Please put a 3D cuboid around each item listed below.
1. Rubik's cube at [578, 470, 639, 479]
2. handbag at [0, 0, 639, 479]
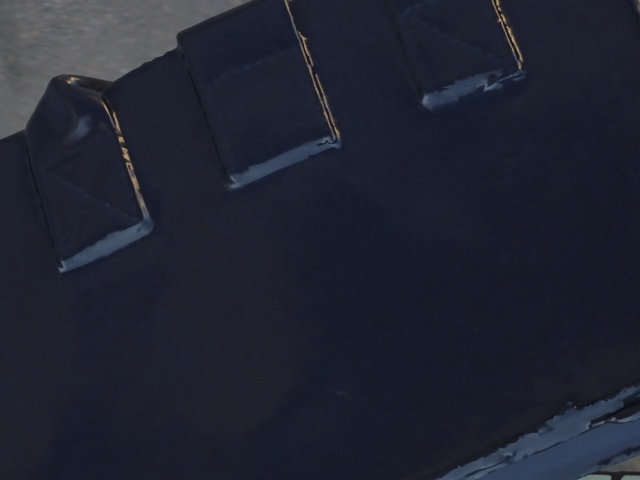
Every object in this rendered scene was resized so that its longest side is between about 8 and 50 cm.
[{"bbox_3d":[0.320,0.330,1.737,0.160,0.162,0.163,51,49,-34],"label":"Rubik's cube"},{"bbox_3d":[0.000,0.000,0.768,0.325,0.118,0.269,-22,67,5],"label":"handbag"}]
